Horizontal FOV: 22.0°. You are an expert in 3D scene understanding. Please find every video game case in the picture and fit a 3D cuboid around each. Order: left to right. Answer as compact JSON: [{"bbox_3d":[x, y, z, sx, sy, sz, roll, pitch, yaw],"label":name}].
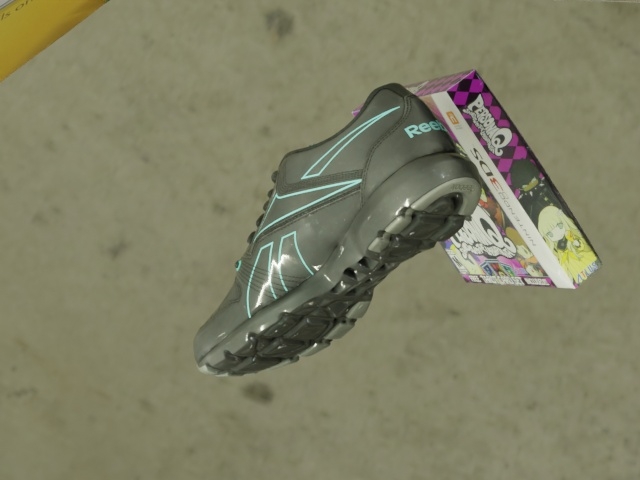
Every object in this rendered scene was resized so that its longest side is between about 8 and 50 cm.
[{"bbox_3d":[0.138,-0.051,1.502,0.210,0.042,0.232,56,164,-12],"label":"video game case"}]

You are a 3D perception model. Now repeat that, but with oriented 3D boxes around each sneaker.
[{"bbox_3d":[0.000,0.000,1.162,0.267,0.106,0.101,-41,153,27],"label":"sneaker"}]

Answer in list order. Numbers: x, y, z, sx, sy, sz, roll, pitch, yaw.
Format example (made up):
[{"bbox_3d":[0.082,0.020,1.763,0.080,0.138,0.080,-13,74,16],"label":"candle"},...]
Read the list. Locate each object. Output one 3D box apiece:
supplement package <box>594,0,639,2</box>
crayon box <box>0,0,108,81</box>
[{"bbox_3d":[0.307,-0.273,1.365,0.139,0.244,0.134,-7,90,46],"label":"supplement package"},{"bbox_3d":[-0.109,-0.057,0.272,0.081,0.278,0.165,52,173,3],"label":"crayon box"}]
